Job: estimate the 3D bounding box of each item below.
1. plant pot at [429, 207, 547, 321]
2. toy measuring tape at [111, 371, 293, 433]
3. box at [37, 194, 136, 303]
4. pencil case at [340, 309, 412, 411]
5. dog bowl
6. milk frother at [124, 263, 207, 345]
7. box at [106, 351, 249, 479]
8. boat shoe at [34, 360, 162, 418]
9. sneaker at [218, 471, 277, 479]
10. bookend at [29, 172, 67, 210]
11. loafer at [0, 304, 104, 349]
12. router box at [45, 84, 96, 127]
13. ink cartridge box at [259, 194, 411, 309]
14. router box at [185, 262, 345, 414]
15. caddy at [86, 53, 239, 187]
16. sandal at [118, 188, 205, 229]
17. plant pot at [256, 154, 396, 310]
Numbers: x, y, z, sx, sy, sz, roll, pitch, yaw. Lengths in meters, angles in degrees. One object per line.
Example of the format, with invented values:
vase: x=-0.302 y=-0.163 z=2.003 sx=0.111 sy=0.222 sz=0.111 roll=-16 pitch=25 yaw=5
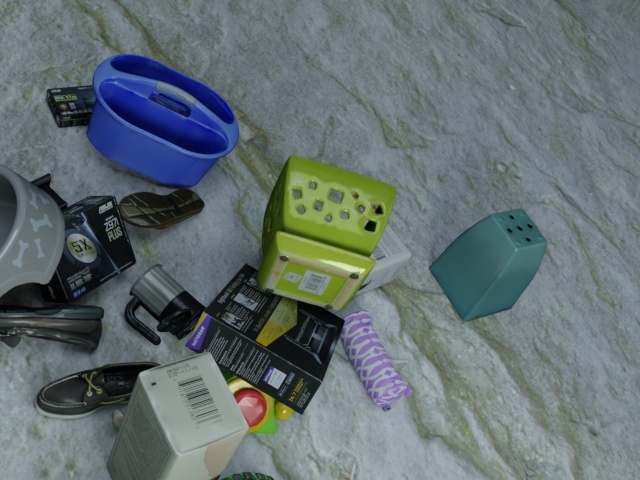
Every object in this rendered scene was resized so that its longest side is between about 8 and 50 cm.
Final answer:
plant pot: x=0.404 y=0.045 z=1.875 sx=0.165 sy=0.234 sz=0.166 roll=-11 pitch=58 yaw=-33
toy measuring tape: x=-0.201 y=0.284 z=1.450 sx=0.330 sy=0.121 sz=0.121 roll=7 pitch=49 yaw=-21
box: x=-0.455 y=0.014 z=1.527 sx=0.077 sy=0.147 sz=0.180 roll=1 pitch=24 yaw=35
pencil case: x=0.110 y=0.242 z=1.663 sx=0.088 sy=0.086 sz=0.206 roll=-13 pitch=58 yaw=-27
dog bowl: x=-0.619 y=0.011 z=1.374 sx=0.348 sy=0.102 sz=0.349 roll=-9 pitch=53 yaw=12
milk frother: x=-0.298 y=0.116 z=1.534 sx=0.134 sy=0.143 sz=0.129 roll=40 pitch=53 yaw=8
box: x=-0.234 y=0.326 z=1.265 sx=0.121 sy=0.311 sz=0.148 roll=-14 pitch=60 yaw=-34
boat shoe: x=-0.385 y=0.255 z=1.422 sx=0.227 sy=0.069 sz=0.081 roll=-5 pitch=54 yaw=-30
sneaker: x=-0.203 y=0.466 z=1.262 sx=0.343 sy=0.146 sz=0.134 roll=-16 pitch=77 yaw=-31
bookend: x=-0.551 y=-0.031 z=1.587 sx=0.157 sy=0.072 sz=0.156 roll=43 pitch=46 yaw=12
loafer: x=-0.521 y=0.158 z=1.430 sx=0.267 sy=0.096 sz=0.084 roll=2 pitch=92 yaw=-24
router box: x=-0.555 y=-0.309 z=1.850 sx=0.122 sy=0.038 sz=0.092 roll=-13 pitch=58 yaw=-34
ink cartridge box: x=0.031 y=0.028 z=1.791 sx=0.273 sy=0.114 sz=0.197 roll=-19 pitch=63 yaw=-37
router box: x=-0.093 y=0.175 z=1.537 sx=0.243 sy=0.081 sz=0.309 roll=31 pitch=18 yaw=1
caddy: x=-0.350 y=-0.278 z=1.797 sx=0.341 sy=0.179 sz=0.241 roll=24 pitch=45 yaw=-19
sandal: x=-0.343 y=-0.063 z=1.733 sx=0.090 sy=0.060 sz=0.219 roll=51 pitch=34 yaw=13
plant pot: x=0.000 y=0.000 z=1.574 sx=0.227 sy=0.228 sz=0.207 roll=17 pitch=57 yaw=-8
